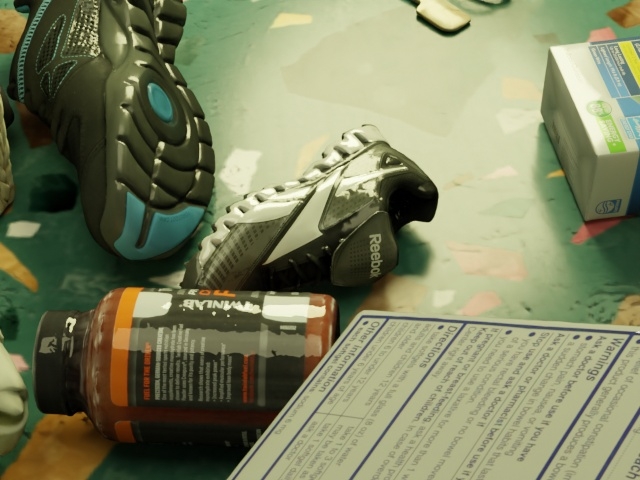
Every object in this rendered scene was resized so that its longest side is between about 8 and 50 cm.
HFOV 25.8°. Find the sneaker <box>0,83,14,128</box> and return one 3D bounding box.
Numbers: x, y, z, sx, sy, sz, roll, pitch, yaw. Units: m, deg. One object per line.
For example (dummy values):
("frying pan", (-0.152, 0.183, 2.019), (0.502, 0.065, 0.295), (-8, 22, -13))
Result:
("sneaker", (-0.353, -0.127, 1.160), (0.234, 0.084, 0.097), (25, 59, 32))

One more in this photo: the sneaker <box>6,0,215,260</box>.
("sneaker", (-0.175, -0.108, 1.130), (0.139, 0.125, 0.341), (-24, 48, 17))

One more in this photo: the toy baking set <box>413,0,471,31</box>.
("toy baking set", (0.101, -0.298, 1.337), (0.197, 0.030, 0.256), (14, 48, 13))

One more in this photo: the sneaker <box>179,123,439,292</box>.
("sneaker", (0.000, 0.000, 1.026), (0.106, 0.078, 0.234), (32, 53, 30))

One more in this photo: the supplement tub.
("supplement tub", (-0.087, 0.084, 0.930), (0.198, 0.106, 0.106), (2, 47, 2))

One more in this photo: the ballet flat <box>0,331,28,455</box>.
("ballet flat", (-0.252, 0.146, 0.877), (0.139, 0.139, 0.400), (1, 51, 2))

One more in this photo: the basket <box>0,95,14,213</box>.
("basket", (-0.304, -0.077, 1.046), (0.113, 0.167, 0.103), (22, 46, 20))

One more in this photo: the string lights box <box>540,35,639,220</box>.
("string lights box", (0.321, -0.101, 1.115), (0.259, 0.077, 0.133), (-8, 48, -6))

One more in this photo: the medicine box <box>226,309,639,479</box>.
("medicine box", (0.082, 0.180, 0.720), (0.289, 0.149, 0.263), (1, 41, 46))
